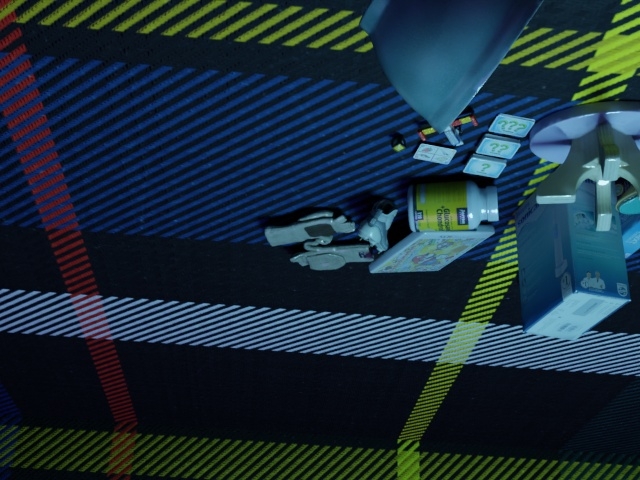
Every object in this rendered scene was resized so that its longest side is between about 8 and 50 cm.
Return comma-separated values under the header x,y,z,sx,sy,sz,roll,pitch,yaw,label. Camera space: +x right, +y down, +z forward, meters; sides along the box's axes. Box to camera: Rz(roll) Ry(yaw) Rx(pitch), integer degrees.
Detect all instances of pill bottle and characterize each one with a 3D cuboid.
x,y,z,sx,sy,sz,roll,pitch,yaw,label
0.277,-0.072,1.946,0.184,0.103,0.103,-4,150,11,pill bottle

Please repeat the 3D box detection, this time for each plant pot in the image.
x,y,z,sx,sy,sz,roll,pitch,yaw,label
0.181,-0.331,1.351,0.196,0.293,0.293,35,146,-2,plant pot

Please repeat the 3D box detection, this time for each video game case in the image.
x,y,z,sx,sy,sz,roll,pitch,yaw,label
0.253,0.020,2.133,0.206,0.026,0.227,-1,157,-32,video game case

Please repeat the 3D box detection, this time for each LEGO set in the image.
x,y,z,sx,sy,sz,roll,pitch,yaw,label
0.267,-0.184,1.797,0.244,0.060,0.182,10,146,-12,LEGO set

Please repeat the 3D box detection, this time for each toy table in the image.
x,y,z,sx,sy,sz,roll,pitch,yaw,label
0.533,-0.146,1.735,0.274,0.161,0.252,-8,149,21,toy table

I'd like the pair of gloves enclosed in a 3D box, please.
x,y,z,sx,sy,sz,roll,pitch,yaw,label
0.000,0.000,2.165,0.204,0.042,0.240,-12,150,19,pair of gloves

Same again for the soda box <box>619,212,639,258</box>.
x,y,z,sx,sy,sz,roll,pitch,yaw,label
0.682,-0.041,1.999,0.067,0.071,0.210,10,150,-14,soda box

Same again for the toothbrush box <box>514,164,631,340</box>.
x,y,z,sx,sy,sz,roll,pitch,yaw,label
0.507,0.026,1.906,0.126,0.296,0.216,9,149,-14,toothbrush box

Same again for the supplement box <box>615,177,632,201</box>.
x,y,z,sx,sy,sz,roll,pitch,yaw,label
0.633,-0.099,1.917,0.083,0.055,0.043,-21,143,35,supplement box

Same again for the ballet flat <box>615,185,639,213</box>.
x,y,z,sx,sy,sz,roll,pitch,yaw,label
0.690,-0.113,1.836,0.232,0.073,0.080,-15,144,7,ballet flat

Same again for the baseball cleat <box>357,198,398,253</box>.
x,y,z,sx,sy,sz,roll,pitch,yaw,label
0.138,-0.032,2.064,0.072,0.109,0.206,37,-179,8,baseball cleat

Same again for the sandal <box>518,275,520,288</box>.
x,y,z,sx,sy,sz,roll,pitch,yaw,label
0.529,0.096,2.276,0.097,0.054,0.254,-7,149,18,sandal
